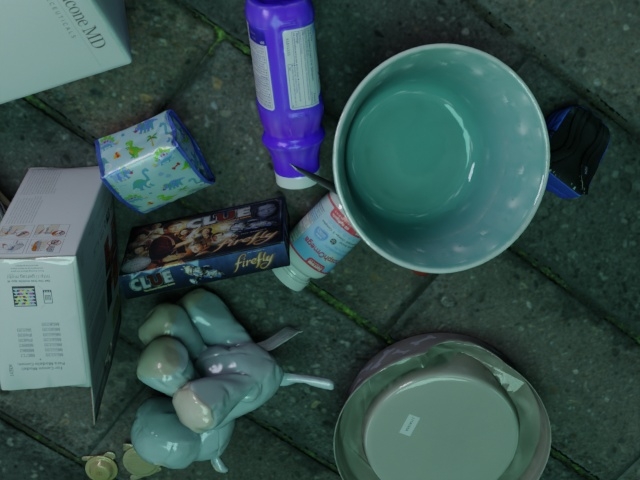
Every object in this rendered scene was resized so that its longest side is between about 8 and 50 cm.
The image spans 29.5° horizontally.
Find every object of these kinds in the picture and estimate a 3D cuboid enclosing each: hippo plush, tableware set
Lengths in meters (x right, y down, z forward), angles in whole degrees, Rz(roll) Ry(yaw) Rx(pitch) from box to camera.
[{"bbox_3d":[-0.192,0.230,1.911,0.294,0.234,0.236,-10,147,-42],"label":"hippo plush"},{"bbox_3d":[-0.326,0.413,2.065,0.141,0.020,0.169,-10,117,6],"label":"tableware set"}]

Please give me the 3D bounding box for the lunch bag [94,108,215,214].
[{"bbox_3d":[-0.239,-0.105,1.781,0.128,0.096,0.151,-22,143,9],"label":"lunch bag"}]

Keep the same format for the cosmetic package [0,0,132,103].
[{"bbox_3d":[-0.504,-0.290,1.599,0.453,0.161,0.230,-17,149,7],"label":"cosmetic package"}]

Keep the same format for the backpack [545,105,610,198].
[{"bbox_3d":[0.354,-0.135,1.777,0.098,0.101,0.120,36,78,-21],"label":"backpack"}]

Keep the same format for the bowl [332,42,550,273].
[{"bbox_3d":[0.148,-0.120,1.715,0.311,0.163,0.312,-2,99,-13],"label":"bowl"}]

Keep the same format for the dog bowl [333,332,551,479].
[{"bbox_3d":[0.193,0.304,1.980,0.348,0.102,0.349,-1,115,-1],"label":"dog bowl"}]

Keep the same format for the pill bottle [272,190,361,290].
[{"bbox_3d":[0.000,0.000,1.837,0.087,0.087,0.160,38,109,-17],"label":"pill bottle"}]

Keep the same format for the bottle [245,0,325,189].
[{"bbox_3d":[-0.045,-0.212,1.717,0.092,0.118,0.283,-11,118,-9],"label":"bottle"}]

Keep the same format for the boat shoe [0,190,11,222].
[{"bbox_3d":[-0.529,-0.079,1.752,0.103,0.092,0.285,-39,113,-5],"label":"boat shoe"}]

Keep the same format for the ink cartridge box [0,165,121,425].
[{"bbox_3d":[-0.373,0.075,1.742,0.130,0.309,0.272,-1,115,0],"label":"ink cartridge box"}]

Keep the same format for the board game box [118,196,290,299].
[{"bbox_3d":[-0.167,0.008,1.795,0.243,0.165,0.042,-12,115,4],"label":"board game box"}]

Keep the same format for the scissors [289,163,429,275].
[{"bbox_3d":[0.074,-0.054,1.799,0.297,0.109,0.021,38,137,-21],"label":"scissors"}]
